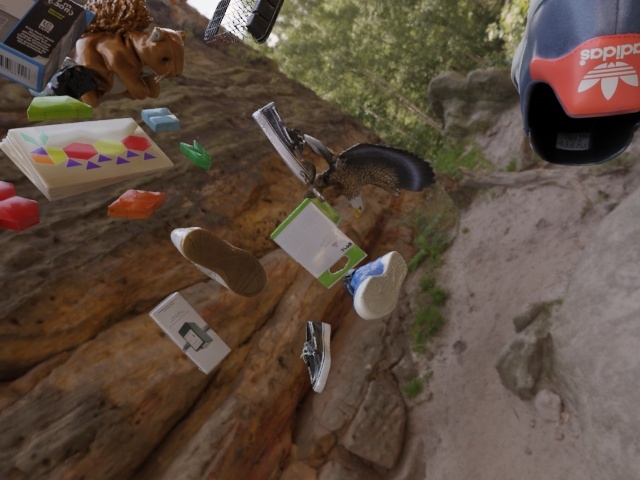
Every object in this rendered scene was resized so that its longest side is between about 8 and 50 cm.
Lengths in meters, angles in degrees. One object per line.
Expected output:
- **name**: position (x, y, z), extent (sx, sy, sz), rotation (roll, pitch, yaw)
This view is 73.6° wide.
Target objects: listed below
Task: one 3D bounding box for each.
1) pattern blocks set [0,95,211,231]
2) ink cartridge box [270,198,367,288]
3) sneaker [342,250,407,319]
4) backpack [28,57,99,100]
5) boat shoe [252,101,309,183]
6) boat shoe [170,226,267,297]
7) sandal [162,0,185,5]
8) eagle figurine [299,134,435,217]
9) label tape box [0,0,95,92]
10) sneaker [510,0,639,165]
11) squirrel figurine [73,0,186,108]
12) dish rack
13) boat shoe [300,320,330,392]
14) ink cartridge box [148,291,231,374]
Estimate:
- **pattern blocks set**: position (-0.323, -0.120, 0.599), extent (0.325, 0.285, 0.026), rotation (-14, -38, -37)
- **ink cartridge box**: position (0.000, 0.000, 1.365), extent (0.189, 0.255, 0.097), rotation (-44, 8, 23)
- **sneaker**: position (0.064, 0.073, 0.611), extent (0.085, 0.058, 0.152), rotation (-31, 10, 35)
- **backpack**: position (-0.775, -0.471, 1.252), extent (0.151, 0.182, 0.115), rotation (-60, -24, -44)
- **boat shoe**: position (-0.101, -0.325, 1.417), extent (0.102, 0.301, 0.108), rotation (-35, -10, 1)
- **boat shoe**: position (-0.234, 0.046, 1.012), extent (0.096, 0.277, 0.098), rotation (20, 71, 42)
- **sandal**: position (-0.351, -0.562, 0.928), extent (0.076, 0.266, 0.101), rotation (133, 126, -81)
- **eagle figurine**: position (0.104, -0.167, 1.099), extent (0.299, 0.226, 0.225), rotation (-19, -36, -12)
- **label tape box**: position (-0.695, -0.535, 0.984), extent (0.106, 0.241, 0.333), rotation (-36, 38, 47)
- **sneaker**: position (0.264, -0.145, 0.446), extent (0.350, 0.131, 0.147), rotation (-1, -88, -62)
- **squirrel figurine**: position (-0.682, -0.708, 1.534), extent (0.371, 0.396, 0.281), rotation (-12, 14, 21)
- **dish rack**: position (-0.234, -0.682, 1.283), extent (0.272, 0.074, 0.208), rotation (10, 75, 41)
- **boat shoe**: position (-0.017, 0.295, 1.107), extent (0.219, 0.070, 0.077), rotation (-88, 18, -60)
- **ink cartridge box**: position (-0.482, 0.335, 1.567), extent (0.121, 0.289, 0.211), rotation (-44, 11, -24)
